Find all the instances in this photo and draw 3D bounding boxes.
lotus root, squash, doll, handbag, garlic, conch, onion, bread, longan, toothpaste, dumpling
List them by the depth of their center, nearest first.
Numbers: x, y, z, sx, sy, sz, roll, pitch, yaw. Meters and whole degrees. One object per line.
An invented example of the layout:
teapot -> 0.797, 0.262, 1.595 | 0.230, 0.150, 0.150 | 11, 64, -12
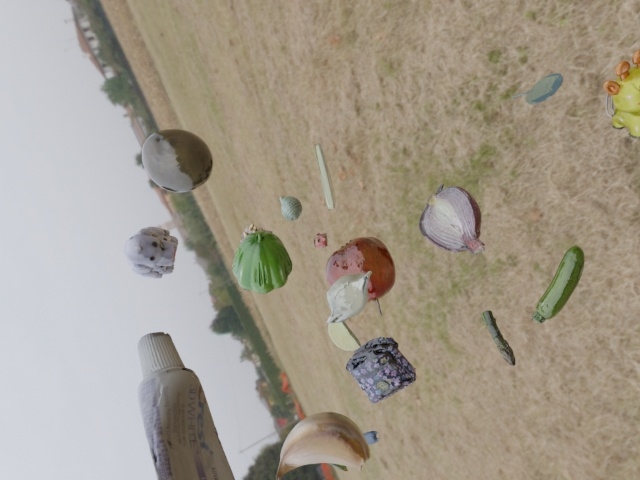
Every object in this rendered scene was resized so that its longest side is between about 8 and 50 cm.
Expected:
toothpaste -> -0.148, 0.220, 0.498 | 0.282, 0.099, 0.069 | 53, 129, 35
garlic -> -0.003, 0.430, 0.977 | 0.115, 0.206, 0.128 | -80, -26, -74
doll -> 0.776, -0.364, 1.116 | 0.221, 0.142, 0.135 | 44, -163, -38
longan -> -0.379, -0.213, 1.206 | 0.187, 0.168, 0.167 | 31, 170, -9
dumpling -> 0.075, 0.149, 1.260 | 0.108, 0.188, 0.127 | 36, -174, -8
lotus root -> -0.172, 0.035, 1.322 | 0.186, 0.186, 0.186 | 58, 165, 25
doll -> 0.121, 0.582, 1.323 | 0.027, 0.125, 0.037 | 26, -134, -45
squash -> 0.708, 0.137, 1.335 | 0.069, 0.258, 0.069 | 24, -172, -4
conch -> -0.083, -0.100, 1.341 | 0.056, 0.076, 0.085 | -23, 82, 39
handbag -> 0.212, 0.457, 1.619 | 0.208, 0.228, 0.127 | 50, -155, -15
onion -> 0.598, -0.056, 1.939 | 0.267, 0.159, 0.349 | -50, 53, 29
bread -> 0.099, 0.444, 2.133 | 0.193, 0.112, 0.036 | 53, -152, 8

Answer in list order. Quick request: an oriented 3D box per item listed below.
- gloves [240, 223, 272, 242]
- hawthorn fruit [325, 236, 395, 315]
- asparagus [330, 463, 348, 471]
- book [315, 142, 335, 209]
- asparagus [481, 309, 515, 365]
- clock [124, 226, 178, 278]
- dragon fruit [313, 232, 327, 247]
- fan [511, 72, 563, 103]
gloves -> -0.259, 0.006, 1.772 | 0.094, 0.110, 0.144 | -128, 58, -74
hawthorn fruit -> 0.177, 0.155, 1.852 | 0.287, 0.287, 0.331 | 108, 138, -71
asparagus -> 0.048, 0.776, 1.585 | 0.108, 0.025, 0.021 | 21, 145, 15
book -> 0.021, -0.251, 1.757 | 0.352, 0.035, 0.239 | -74, -29, -80
asparagus -> 0.492, 0.269, 1.249 | 0.030, 0.036, 0.165 | 86, 167, -54
clock -> -0.563, 0.033, 1.491 | 0.189, 0.188, 0.254 | 65, 163, -3
dragon fruit -> 0.000, 0.000, 1.921 | 0.083, 0.060, 0.056 | -75, -25, -77
fan -> 0.655, -0.456, 1.384 | 0.005, 0.113, 0.175 | 36, 168, -24
